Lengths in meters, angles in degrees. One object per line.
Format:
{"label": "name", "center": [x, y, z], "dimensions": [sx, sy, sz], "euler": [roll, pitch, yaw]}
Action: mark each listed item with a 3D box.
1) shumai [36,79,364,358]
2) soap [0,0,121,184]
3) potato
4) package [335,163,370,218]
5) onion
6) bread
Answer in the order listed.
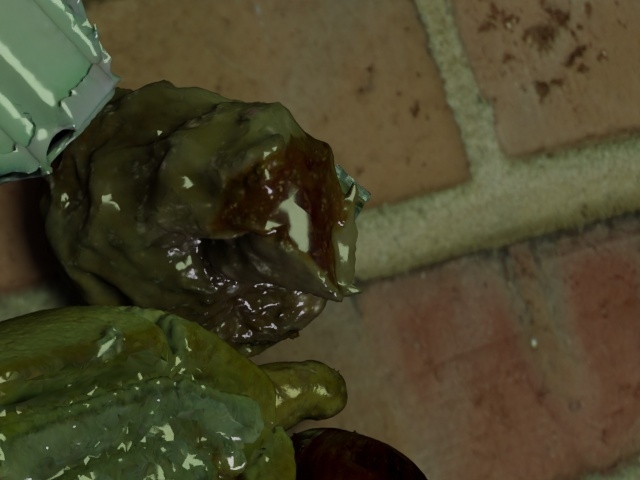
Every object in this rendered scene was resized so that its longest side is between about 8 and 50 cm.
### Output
{"label": "shumai", "center": [-0.046, -0.022, 1.127], "dimensions": [0.206, 0.175, 0.166], "euler": [11, 70, -39]}
{"label": "soap", "center": [-0.314, -0.179, 0.968], "dimensions": [0.446, 0.156, 0.261], "euler": [46, 51, -19]}
{"label": "potato", "center": [-0.026, 0.096, 1.194], "dimensions": [0.092, 0.046, 0.045], "euler": [-11, 83, -29]}
{"label": "package", "center": [0.000, 0.000, 1.265], "dimensions": [0.037, 0.015, 0.110], "euler": [46, 53, -26]}
{"label": "onion", "center": [0.015, 0.168, 1.166], "dimensions": [0.117, 0.118, 0.118], "euler": [24, 62, -37]}
{"label": "bread", "center": [-0.128, 0.125, 1.041], "dimensions": [0.257, 0.124, 0.186], "euler": [-25, 101, -39]}
